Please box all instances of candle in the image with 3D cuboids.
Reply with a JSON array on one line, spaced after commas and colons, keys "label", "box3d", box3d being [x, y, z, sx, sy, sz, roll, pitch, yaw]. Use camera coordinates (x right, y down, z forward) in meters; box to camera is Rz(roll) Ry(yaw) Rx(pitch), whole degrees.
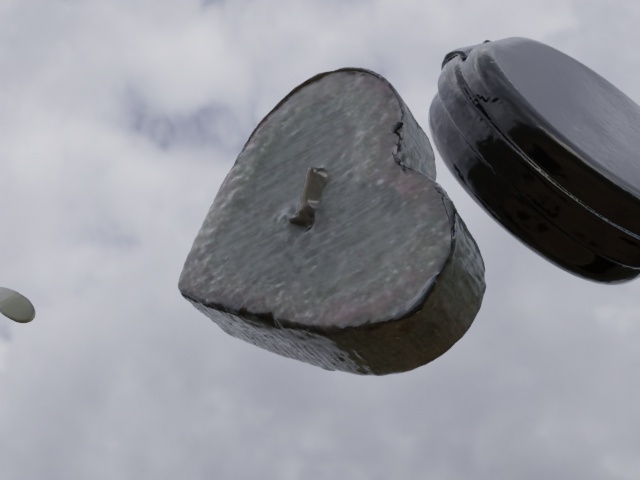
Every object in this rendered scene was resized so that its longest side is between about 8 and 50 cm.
[{"label": "candle", "box3d": [0.000, 0.000, 0.766, 0.168, 0.192, 0.068, -29, -42, 13]}]

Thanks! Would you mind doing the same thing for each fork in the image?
[{"label": "fork", "box3d": [-0.257, 0.038, 0.970, 0.034, 0.219, 0.028, -22, -70, -35]}]

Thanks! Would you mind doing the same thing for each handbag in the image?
[{"label": "handbag", "box3d": [0.208, -0.074, 1.143, 0.093, 0.254, 0.308, -53, -12, 24]}]
